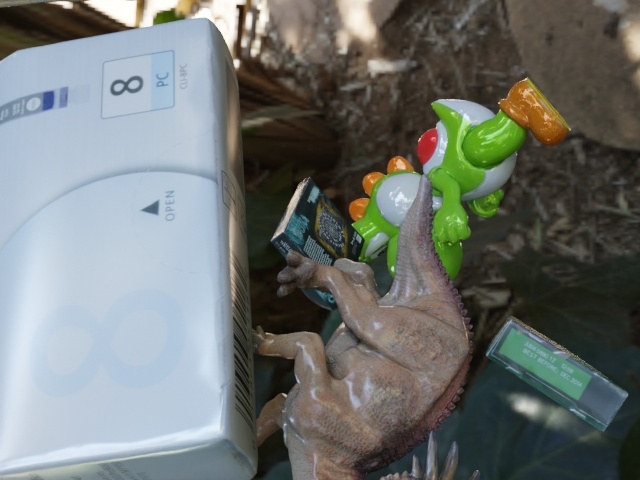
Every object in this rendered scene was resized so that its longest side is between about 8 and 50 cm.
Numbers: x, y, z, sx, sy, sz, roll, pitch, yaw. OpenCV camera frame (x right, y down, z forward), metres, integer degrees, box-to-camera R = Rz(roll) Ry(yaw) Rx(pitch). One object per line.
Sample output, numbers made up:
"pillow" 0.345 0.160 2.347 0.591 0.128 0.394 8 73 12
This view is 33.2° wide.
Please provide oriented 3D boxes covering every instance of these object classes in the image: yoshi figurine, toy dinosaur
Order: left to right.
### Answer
"toy dinosaur" 0.049 0.110 0.764 0.200 0.295 0.127 26 162 19
"yoshi figurine" 0.208 -0.057 1.550 0.362 0.203 0.203 -40 39 14

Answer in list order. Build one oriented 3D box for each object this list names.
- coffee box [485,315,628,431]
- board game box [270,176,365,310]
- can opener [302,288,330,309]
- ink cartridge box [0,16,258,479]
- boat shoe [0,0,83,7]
"coffee box" 0.200 0.110 0.932 0.113 0.184 0.040 33 92 11
"board game box" 0.000 0.000 1.450 0.026 0.186 0.126 -36 104 24
"can opener" 0.077 0.133 1.971 0.280 0.074 0.093 47 124 -7
"ink cartridge box" -0.240 0.023 0.702 0.091 0.385 0.308 74 -171 -59
"boat shoe" -0.151 -0.236 0.866 0.109 0.302 0.098 89 177 -59
